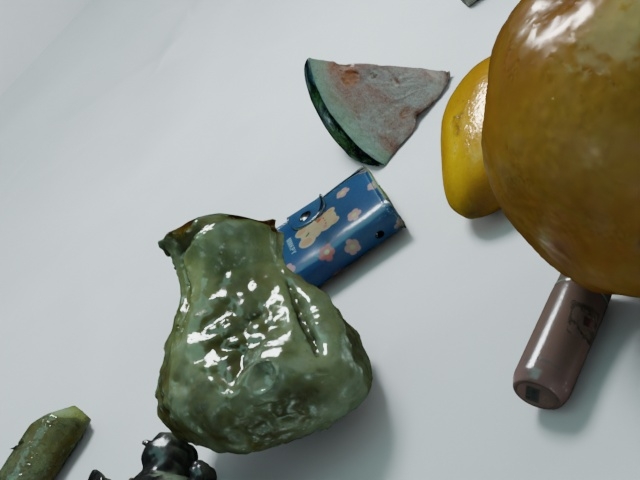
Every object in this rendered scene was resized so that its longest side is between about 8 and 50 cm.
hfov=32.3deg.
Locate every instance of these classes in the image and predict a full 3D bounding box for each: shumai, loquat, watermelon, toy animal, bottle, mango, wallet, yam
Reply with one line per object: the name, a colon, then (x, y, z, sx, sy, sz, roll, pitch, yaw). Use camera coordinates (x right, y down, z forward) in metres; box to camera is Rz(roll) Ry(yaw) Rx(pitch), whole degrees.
shumai: (-0.078, 0.089, 1.141, 0.225, 0.222, 0.260, -25, 22, -21)
loquat: (0.294, -0.109, 0.938, 0.328, 0.328, 0.328, -29, 31, 19)
watermelon: (0.075, -0.181, 1.556, 0.202, 0.136, 0.207, 7, 10, 5)
toy animal: (-0.150, 0.291, 1.102, 0.168, 0.106, 0.343, -46, 23, 3)
bottle: (0.221, 0.085, 1.006, 0.053, 0.053, 0.140, -5, 44, 45)
mango: (0.202, -0.119, 1.262, 0.144, 0.112, 0.219, -6, 55, 44)
wallet: (-0.001, 0.000, 1.373, 0.202, 0.059, 0.141, -36, 27, 7)
yam: (-0.354, 0.267, 1.400, 0.069, 0.070, 0.146, -8, 43, 44)

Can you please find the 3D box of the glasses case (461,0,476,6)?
glasses case: (0.282, -0.436, 1.638, 0.205, 0.071, 0.047, -35, 33, 8)
